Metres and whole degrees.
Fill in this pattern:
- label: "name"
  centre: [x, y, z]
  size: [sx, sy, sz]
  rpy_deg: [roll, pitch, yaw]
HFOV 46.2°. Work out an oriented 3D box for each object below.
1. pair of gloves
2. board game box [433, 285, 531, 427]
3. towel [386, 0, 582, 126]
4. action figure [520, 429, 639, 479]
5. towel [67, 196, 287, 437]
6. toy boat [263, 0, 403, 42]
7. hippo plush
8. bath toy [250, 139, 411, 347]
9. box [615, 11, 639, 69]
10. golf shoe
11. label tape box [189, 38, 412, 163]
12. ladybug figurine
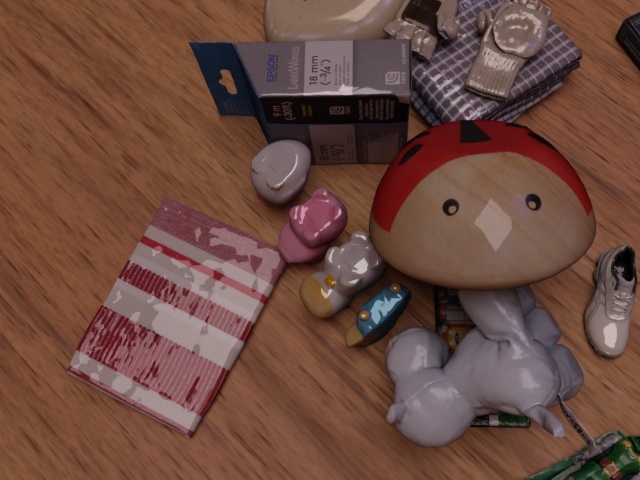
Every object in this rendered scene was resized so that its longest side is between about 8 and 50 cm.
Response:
- label: "pair of gloves"
  centre: [0.246, -0.356, 1.220]
  size: [0.240, 0.042, 0.204]
  rpy_deg: [32, 76, 12]
- label: "board game box"
  centre: [0.246, 0.156, 1.159]
  size: [0.136, 0.030, 0.259]
  rpy_deg: [0, 69, 2]
- label: "towel"
  centre: [0.277, -0.317, 1.287]
  size: [0.284, 0.121, 0.235]
  rpy_deg: [-34, 72, -9]
- label: "action figure"
  centre: [0.388, 0.343, 1.064]
  size: [0.232, 0.063, 0.137]
  rpy_deg: [-33, 67, -12]
- label: "towel"
  centre: [-0.225, 0.115, 1.204]
  size: [0.237, 0.037, 0.329]
  rpy_deg: [25, 75, 10]
- label: "toy boat"
  centre: [0.036, -0.463, 1.355]
  size: [0.267, 0.148, 0.318]
  rpy_deg: [-1, 74, 15]
- label: "hippo plush"
  centre: [0.221, 0.201, 1.051]
  size: [0.236, 0.234, 0.294]
  rpy_deg: [-33, 51, 23]
- label: "bath toy"
  centre: [0.000, 0.000, 1.183]
  size: [0.151, 0.129, 0.348]
  rpy_deg: [-34, 71, 2]
- label: "box"
  centre: [0.668, -0.349, 1.305]
  size: [0.233, 0.059, 0.183]
  rpy_deg: [-25, 71, -5]
- label: "golf shoe"
  centre: [0.447, 0.088, 1.141]
  size: [0.069, 0.086, 0.176]
  rpy_deg: [8, 72, 5]
- label: "label tape box"
  centre: [-0.025, -0.215, 1.205]
  size: [0.334, 0.240, 0.106]
  rpy_deg: [0, 71, 5]
- label: "ladybug figurine"
  centre: [0.215, -0.071, 1.050]
  size: [0.305, 0.449, 0.162]
  rpy_deg: [-6, 108, 4]
